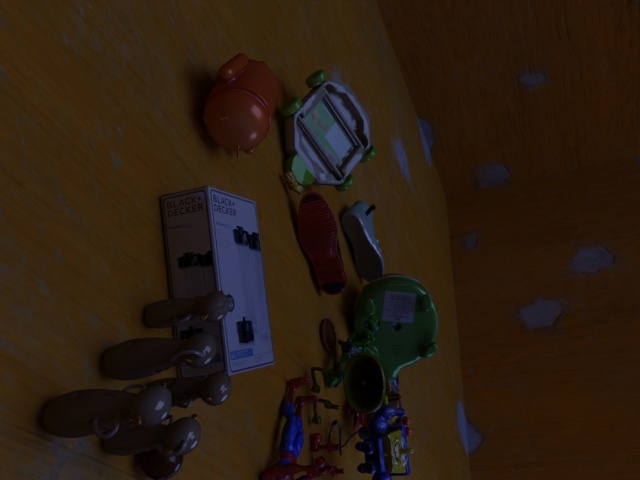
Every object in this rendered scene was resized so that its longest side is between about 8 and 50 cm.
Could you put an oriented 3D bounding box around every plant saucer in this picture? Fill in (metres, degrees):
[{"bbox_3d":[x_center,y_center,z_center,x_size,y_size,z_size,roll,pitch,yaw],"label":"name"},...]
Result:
[{"bbox_3d":[0.019,0.237,1.472,0.083,0.013,0.083,-11,90,-69],"label":"plant saucer"}]

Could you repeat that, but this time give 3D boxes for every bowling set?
[{"bbox_3d":[-0.177,0.200,0.744,0.287,0.154,0.199,-62,137,-60],"label":"bowling set"}]

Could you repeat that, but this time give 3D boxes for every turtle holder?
[{"bbox_3d":[0.223,0.246,1.702,0.227,0.244,0.320,-92,157,-76],"label":"turtle holder"}]

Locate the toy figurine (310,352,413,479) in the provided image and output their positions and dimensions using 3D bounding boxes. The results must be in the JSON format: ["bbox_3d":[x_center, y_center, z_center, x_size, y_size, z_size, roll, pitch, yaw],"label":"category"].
[{"bbox_3d":[0.113,0.446,1.314,0.217,0.191,0.362,24,55,-56],"label":"toy figurine"}]

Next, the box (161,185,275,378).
[{"bbox_3d":[-0.162,0.069,0.953,0.169,0.087,0.289,17,64,-68],"label":"box"}]

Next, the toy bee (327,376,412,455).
[{"bbox_3d":[0.162,0.459,1.469,0.298,0.162,0.195,-50,128,-55],"label":"toy bee"}]

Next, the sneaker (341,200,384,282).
[{"bbox_3d":[0.153,-0.002,1.834,0.255,0.094,0.151,69,28,-20],"label":"sneaker"}]

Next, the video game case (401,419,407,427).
[{"bbox_3d":[0.246,0.591,1.898,0.143,0.019,0.157,-56,132,-63],"label":"video game case"}]

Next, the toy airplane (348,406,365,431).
[{"bbox_3d":[0.098,0.437,1.557,0.151,0.028,0.151,28,57,-58],"label":"toy airplane"}]

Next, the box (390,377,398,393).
[{"bbox_3d":[0.219,0.375,1.919,0.136,0.037,0.225,56,29,-47],"label":"box"}]

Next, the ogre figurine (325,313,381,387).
[{"bbox_3d":[0.084,0.274,1.463,0.118,0.097,0.196,53,51,-78],"label":"ogre figurine"}]

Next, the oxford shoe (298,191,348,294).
[{"bbox_3d":[0.000,0.000,1.462,0.098,0.097,0.271,-99,177,-68],"label":"oxford shoe"}]

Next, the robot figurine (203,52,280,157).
[{"bbox_3d":[-0.148,-0.257,1.108,0.128,0.158,0.219,25,44,-16],"label":"robot figurine"}]

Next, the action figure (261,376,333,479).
[{"bbox_3d":[-0.025,0.385,1.104,0.280,0.139,0.091,-70,143,-51],"label":"action figure"}]

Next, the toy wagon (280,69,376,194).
[{"bbox_3d":[0.001,-0.249,1.484,0.267,0.068,0.344,52,58,-26],"label":"toy wagon"}]
